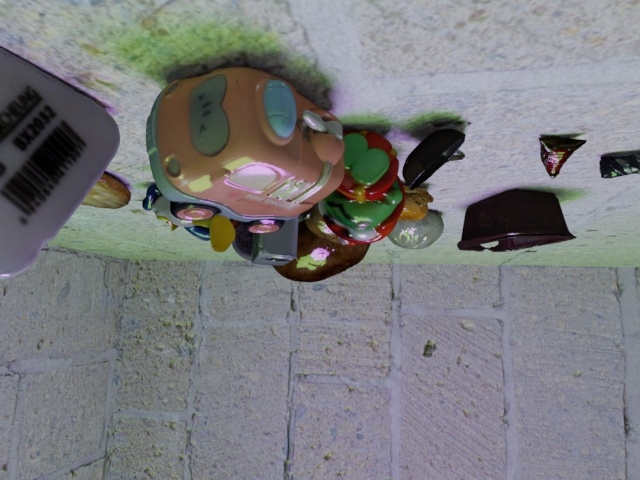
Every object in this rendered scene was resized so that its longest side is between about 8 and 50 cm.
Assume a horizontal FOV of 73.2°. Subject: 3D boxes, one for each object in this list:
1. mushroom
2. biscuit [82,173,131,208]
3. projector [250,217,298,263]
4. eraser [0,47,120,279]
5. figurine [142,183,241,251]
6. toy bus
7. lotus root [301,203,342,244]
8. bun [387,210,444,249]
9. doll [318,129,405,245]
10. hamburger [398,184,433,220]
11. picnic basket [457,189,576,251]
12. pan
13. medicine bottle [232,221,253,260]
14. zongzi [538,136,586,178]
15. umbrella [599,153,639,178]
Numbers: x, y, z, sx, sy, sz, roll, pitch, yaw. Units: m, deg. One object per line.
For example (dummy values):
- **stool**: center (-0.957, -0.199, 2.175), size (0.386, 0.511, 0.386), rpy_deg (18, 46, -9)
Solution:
- **mushroom**: center (0.010, 0.021, 1.444), size (0.345, 0.239, 0.345), rpy_deg (-42, 173, -6)
- **biscuit**: center (-0.598, -0.136, 1.170), size (0.154, 0.045, 0.299), rpy_deg (8, 168, -26)
- **projector**: center (-0.132, -0.037, 1.193), size (0.108, 0.198, 0.250), rpy_deg (4, 171, -15)
- **eraser**: center (-0.459, -0.093, 0.589), size (0.150, 0.330, 0.331), rpy_deg (-2, 170, 23)
- **figurine**: center (-0.332, -0.097, 1.141), size (0.339, 0.204, 0.284), rpy_deg (11, -177, 27)
- **toy bus**: center (-0.090, -0.134, 0.643), size (0.232, 0.193, 0.288), rpy_deg (-15, 162, 37)
- **lotus root**: center (0.060, -0.061, 1.148), size (0.260, 0.145, 0.129), rpy_deg (15, 153, -37)
- **bun**: center (0.297, -0.031, 1.389), size (0.196, 0.118, 0.195), rpy_deg (5, 170, 1)
- **doll**: center (0.082, -0.085, 0.893), size (0.183, 0.160, 0.363), rpy_deg (33, 158, 15)
- **hamburger**: center (0.211, -0.095, 1.115), size (0.138, 0.082, 0.147), rpy_deg (4, 174, -10)
- **picnic basket**: center (0.526, -0.048, 1.184), size (0.223, 0.129, 0.297), rpy_deg (3, 172, -13)
- **pan**: center (0.204, -0.148, 0.795), size (0.128, 0.048, 0.202), rpy_deg (-41, 168, 12)
- **medicine bottle**: center (-0.208, 0.008, 1.591), size (0.165, 0.164, 0.273), rpy_deg (0, 171, 11)
- **zongzi**: center (0.416, -0.166, 0.776), size (0.074, 0.067, 0.083), rpy_deg (15, 151, -6)
- **umbrella**: center (0.630, -0.147, 0.800), size (0.189, 0.046, 0.050), rpy_deg (-4, -171, 29)
